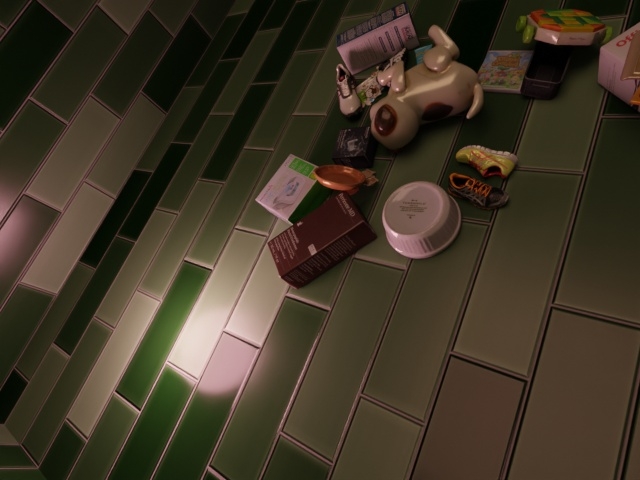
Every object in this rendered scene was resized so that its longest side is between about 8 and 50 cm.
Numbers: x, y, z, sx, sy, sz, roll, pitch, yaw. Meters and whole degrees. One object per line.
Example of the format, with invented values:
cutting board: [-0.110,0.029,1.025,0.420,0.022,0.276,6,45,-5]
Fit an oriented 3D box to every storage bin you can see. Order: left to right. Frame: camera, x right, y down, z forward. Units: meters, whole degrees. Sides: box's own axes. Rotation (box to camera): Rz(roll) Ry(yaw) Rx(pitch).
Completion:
storage bin: [0.799,-0.604,1.437,0.122,0.084,0.180,20,76,22]

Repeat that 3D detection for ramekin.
ramekin: [0.340,-0.083,1.412,0.273,0.127,0.272,-14,58,24]

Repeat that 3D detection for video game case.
video game case: [0.719,-0.653,1.566,0.213,0.023,0.193,21,76,37]

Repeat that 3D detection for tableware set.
tableware set: [0.151,-0.238,1.636,0.169,0.020,0.141,-23,35,-2]

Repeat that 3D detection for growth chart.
growth chart: [0.214,-0.695,1.895,0.237,0.021,0.171,-35,53,10]

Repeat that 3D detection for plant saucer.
plant saucer: [0.075,-0.243,1.582,0.200,0.037,0.199,6,31,-4]

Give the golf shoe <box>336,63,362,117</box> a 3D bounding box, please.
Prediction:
golf shoe: [0.114,-0.681,1.860,0.105,0.120,0.272,-20,59,19]

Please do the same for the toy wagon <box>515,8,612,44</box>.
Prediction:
toy wagon: [0.847,-0.769,1.446,0.268,0.068,0.344,4,44,6]

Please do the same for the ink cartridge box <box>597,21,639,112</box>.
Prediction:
ink cartridge box: [1.076,-0.499,1.176,0.286,0.166,0.394,-32,52,12]

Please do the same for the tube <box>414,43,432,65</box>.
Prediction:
tube: [0.455,-0.788,1.789,0.080,0.052,0.206,-6,56,21]

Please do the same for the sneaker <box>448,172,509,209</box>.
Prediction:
sneaker: [0.526,-0.171,1.379,0.215,0.083,0.084,23,76,36]

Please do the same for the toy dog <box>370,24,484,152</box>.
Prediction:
toy dog: [0.378,-0.524,1.576,0.408,0.285,0.395,-36,70,10]

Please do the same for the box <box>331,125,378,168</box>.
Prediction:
box: [0.149,-0.392,1.720,0.159,0.093,0.155,2,65,30]

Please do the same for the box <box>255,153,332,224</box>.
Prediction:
box: [-0.105,-0.208,1.751,0.231,0.127,0.261,34,85,37]

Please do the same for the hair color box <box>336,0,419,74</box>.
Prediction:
hair color box: [0.266,-0.935,1.898,0.348,0.174,0.105,-15,57,23]

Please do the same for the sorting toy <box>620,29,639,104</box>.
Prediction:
sorting toy: [0.964,-0.523,1.119,0.196,0.047,0.347,14,74,37]

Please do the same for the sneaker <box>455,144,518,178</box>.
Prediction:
sneaker: [0.564,-0.268,1.411,0.209,0.081,0.094,19,78,36]

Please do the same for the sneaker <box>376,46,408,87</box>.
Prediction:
sneaker: [0.319,-0.788,1.830,0.106,0.078,0.234,19,69,24]

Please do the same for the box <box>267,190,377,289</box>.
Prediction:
box: [0.000,0.000,1.564,0.382,0.143,0.191,-34,51,8]
